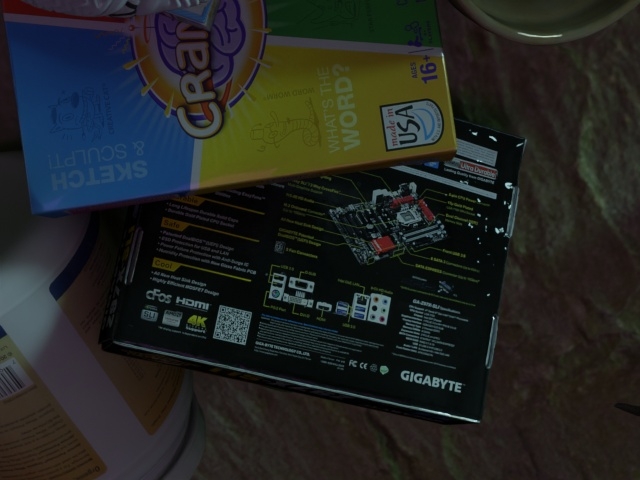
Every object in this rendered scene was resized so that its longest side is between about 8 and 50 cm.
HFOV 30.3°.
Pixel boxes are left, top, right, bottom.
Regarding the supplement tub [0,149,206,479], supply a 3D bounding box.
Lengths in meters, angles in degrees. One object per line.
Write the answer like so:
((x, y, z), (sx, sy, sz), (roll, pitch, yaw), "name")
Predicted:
((-0.252, 0.103, 1.063), (0.228, 0.228, 0.316), (-17, 128, 10), "supplement tub")

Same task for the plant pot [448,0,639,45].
((0.157, -0.269, 0.846), (0.237, 0.110, 0.237), (-13, 122, -22), "plant pot")

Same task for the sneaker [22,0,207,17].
((-0.218, -0.268, 0.774), (0.366, 0.210, 0.137), (11, 127, -9), "sneaker")

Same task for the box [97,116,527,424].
((0.000, 0.000, 0.994), (0.322, 0.257, 0.079), (14, 166, -15), "box")

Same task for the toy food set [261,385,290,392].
((-0.070, 0.083, 1.132), (0.218, 0.128, 0.071), (29, 130, -23), "toy food set")

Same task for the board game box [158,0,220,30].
((-0.104, -0.239, 0.841), (0.103, 0.026, 0.154), (19, 90, 3), "board game box")

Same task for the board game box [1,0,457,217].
((-0.072, -0.157, 0.885), (0.316, 0.064, 0.242), (-9, 89, 3), "board game box")

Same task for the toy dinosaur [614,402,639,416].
((0.450, 0.101, 1.207), (0.313, 0.121, 0.160), (-9, 117, 9), "toy dinosaur")
